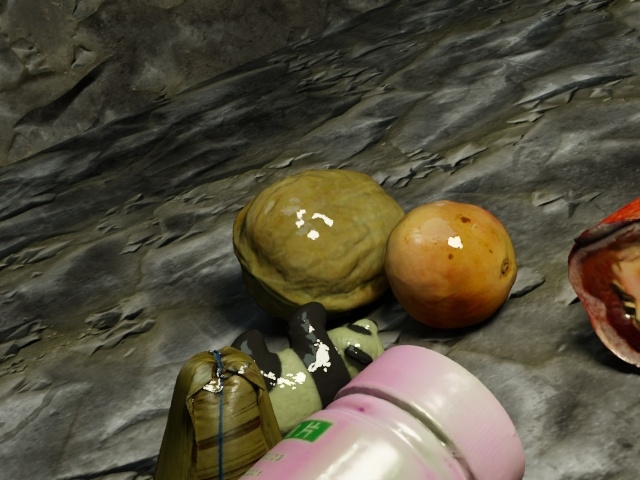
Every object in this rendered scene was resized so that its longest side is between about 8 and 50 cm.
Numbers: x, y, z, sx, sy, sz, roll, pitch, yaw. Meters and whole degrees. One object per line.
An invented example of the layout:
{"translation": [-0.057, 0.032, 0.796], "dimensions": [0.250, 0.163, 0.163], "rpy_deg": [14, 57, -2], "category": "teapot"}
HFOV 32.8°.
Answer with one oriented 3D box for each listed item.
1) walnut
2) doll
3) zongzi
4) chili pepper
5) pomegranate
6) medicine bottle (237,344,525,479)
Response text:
{"translation": [0.000, 0.000, 1.681], "dimensions": [0.283, 0.227, 0.283], "rpy_deg": [10, 45, -10], "category": "walnut"}
{"translation": [-0.021, 0.180, 1.443], "dimensions": [0.234, 0.143, 0.135], "rpy_deg": [-27, 50, -21], "category": "doll"}
{"translation": [-0.172, 0.274, 1.191], "dimensions": [0.289, 0.260, 0.123], "rpy_deg": [-20, 16, -9], "category": "zongzi"}
{"translation": [0.484, 0.004, 1.357], "dimensions": [0.251, 0.229, 0.305], "rpy_deg": [-15, 19, 50], "category": "chili pepper"}
{"translation": [0.183, 0.030, 1.547], "dimensions": [0.191, 0.191, 0.191], "rpy_deg": [-15, 25, 7], "category": "pomegranate"}
{"translation": [0.030, 0.278, 1.088], "dimensions": [0.212, 0.212, 0.325], "rpy_deg": [10, 40, 46], "category": "medicine bottle"}
